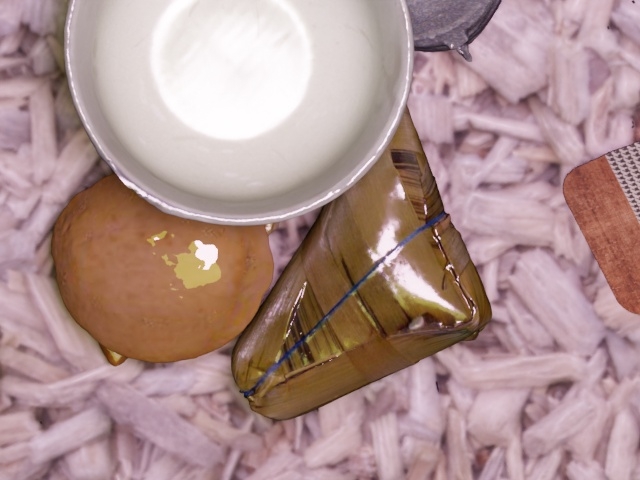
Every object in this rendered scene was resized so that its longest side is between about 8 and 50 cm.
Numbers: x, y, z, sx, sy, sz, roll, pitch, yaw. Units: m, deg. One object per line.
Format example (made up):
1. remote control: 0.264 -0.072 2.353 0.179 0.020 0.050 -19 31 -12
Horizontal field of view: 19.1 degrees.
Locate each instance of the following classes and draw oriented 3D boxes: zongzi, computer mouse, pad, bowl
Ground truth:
1. zongzi: 0.000 0.000 1.796 0.260 0.123 0.289 -25 86 11
2. computer mouse: 0.088 -0.270 1.768 0.113 0.068 0.229 -24 112 19
3. pad: 0.317 -0.089 1.760 0.250 0.055 0.323 -23 120 30
4. bowl: -0.073 -0.167 1.718 0.307 0.163 0.307 0 92 -3

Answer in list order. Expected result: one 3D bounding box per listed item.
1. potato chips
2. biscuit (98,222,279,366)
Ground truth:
1. potato chips: -0.152 0.017 1.763 0.208 0.062 0.195 31 91 5
2. biscuit: -0.121 0.018 1.823 0.228 0.031 0.176 -19 101 0
